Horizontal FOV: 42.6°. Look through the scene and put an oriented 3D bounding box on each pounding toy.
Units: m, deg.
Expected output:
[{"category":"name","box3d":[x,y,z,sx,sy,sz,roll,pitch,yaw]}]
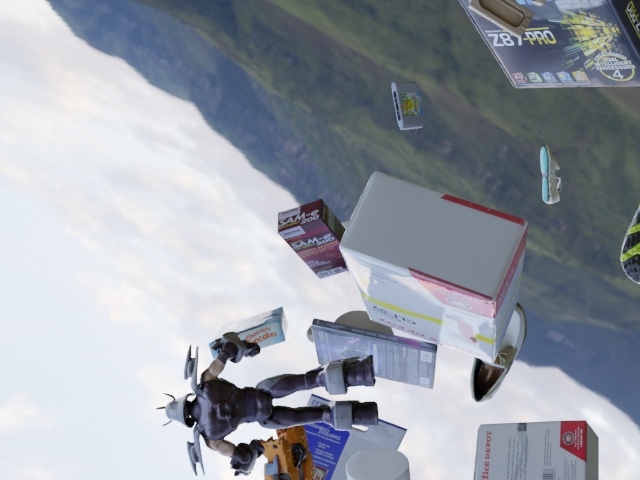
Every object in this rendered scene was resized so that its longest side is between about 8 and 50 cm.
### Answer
[{"category":"pounding toy","box3d":[0.087,0.306,2.309,0.236,0.110,0.183,-10,-131,-20]}]

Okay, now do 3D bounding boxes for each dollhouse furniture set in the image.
[{"category":"dollhouse furniture set","box3d":[0.353,-0.475,1.484,0.144,0.151,0.123,30,-173,-4]}]

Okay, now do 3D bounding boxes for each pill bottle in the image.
[{"category":"pill bottle","box3d":[0.127,0.555,1.623,0.153,0.265,0.153,-8,-162,3]}]

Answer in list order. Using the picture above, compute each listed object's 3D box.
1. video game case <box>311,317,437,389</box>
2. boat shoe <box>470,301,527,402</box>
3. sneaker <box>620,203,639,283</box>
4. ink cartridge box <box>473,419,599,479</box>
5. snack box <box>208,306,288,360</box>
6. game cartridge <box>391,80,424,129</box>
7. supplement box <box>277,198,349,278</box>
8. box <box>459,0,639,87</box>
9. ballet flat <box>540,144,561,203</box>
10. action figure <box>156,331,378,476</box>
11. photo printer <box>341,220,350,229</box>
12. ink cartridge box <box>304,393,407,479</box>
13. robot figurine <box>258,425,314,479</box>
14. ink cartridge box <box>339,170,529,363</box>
[{"category":"video game case","box3d":[0.121,0.254,1.823,0.274,0.026,0.196,12,148,13]},{"category":"boat shoe","box3d":[0.478,0.306,2.211,0.113,0.302,0.103,18,-155,18]},{"category":"sneaker","box3d":[0.660,-0.103,1.504,0.145,0.385,0.147,30,-168,13]},{"category":"ink cartridge box","box3d":[0.519,0.548,1.975,0.272,0.197,0.114,-9,143,31]},{"category":"snack box","box3d":[-0.185,0.247,2.187,0.322,0.187,0.060,-122,14,-87]},{"category":"game cartridge","box3d":[0.154,-0.236,1.430,0.056,0.083,0.017,-11,180,-37]},{"category":"supplement box","box3d":[0.000,0.000,2.150,0.239,0.130,0.073,49,-148,-45]},{"category":"box","box3d":[0.554,-0.492,1.893,0.394,0.097,0.318,13,153,50]},{"category":"ballet flat","box3d":[0.663,-0.190,2.353,0.052,0.168,0.057,-4,-173,-9]},{"category":"action figure","box3d":[-0.069,0.212,1.062,0.284,0.186,0.099,-4,-172,-5]},{"category":"photo printer","box3d":[0.178,0.076,2.364,0.307,0.107,0.256,41,-178,-40]},{"category":"ink cartridge box","box3d":[0.045,0.607,2.290,0.303,0.307,0.072,23,-179,-12]},{"category":"robot figurine","box3d":[-0.067,0.576,1.877,0.085,0.291,0.211,-6,-177,20]},{"category":"ink cartridge box","box3d":[0.215,0.064,1.501,0.279,0.160,0.385,19,162,19]}]
